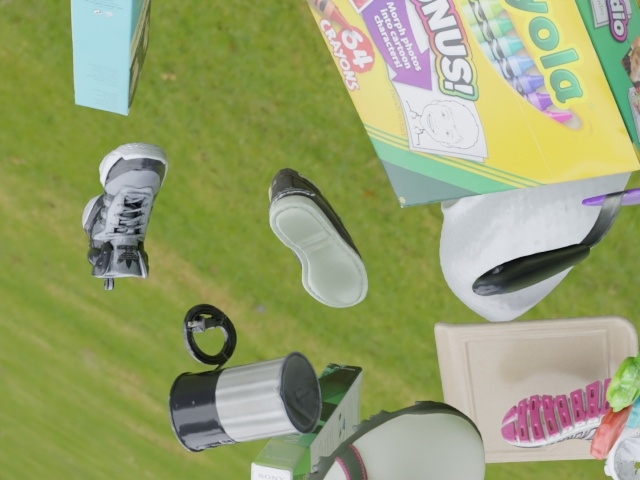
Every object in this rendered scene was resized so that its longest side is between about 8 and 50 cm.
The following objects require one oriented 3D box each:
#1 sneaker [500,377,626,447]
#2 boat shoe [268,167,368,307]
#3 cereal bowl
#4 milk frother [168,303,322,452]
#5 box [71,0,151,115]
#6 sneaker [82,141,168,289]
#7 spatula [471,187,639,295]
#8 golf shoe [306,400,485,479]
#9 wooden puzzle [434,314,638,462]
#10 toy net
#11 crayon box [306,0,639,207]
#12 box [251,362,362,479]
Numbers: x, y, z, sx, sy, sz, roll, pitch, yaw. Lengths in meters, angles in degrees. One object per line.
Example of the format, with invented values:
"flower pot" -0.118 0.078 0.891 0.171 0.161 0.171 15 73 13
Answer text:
"sneaker" 0.296 0.212 1.475 0.170 0.063 0.075 -22 139 27
"boat shoe" 0.000 0.000 1.551 0.081 0.069 0.228 -18 140 11
"cereal bowl" 0.260 -0.069 1.645 0.141 0.339 0.339 34 156 -8
"milk frother" -0.076 0.131 1.296 0.134 0.129 0.143 -13 95 25
"box" -0.207 -0.228 1.264 0.060 0.100 0.244 13 157 -4
"sneaker" -0.287 -0.028 1.901 0.101 0.153 0.268 3 151 -24
"spatula" 0.201 -0.006 0.945 0.084 0.296 0.030 -12 100 42
"golf shoe" 0.026 0.188 0.659 0.120 0.273 0.105 -4 119 46
"wooden puzzle" 0.267 0.180 1.543 0.238 0.044 0.221 -1 124 15
"toy net" 0.212 0.112 0.792 0.045 0.122 0.232 29 152 22
"crayon box" 0.143 -0.227 1.244 0.313 0.106 0.363 -8 113 50
"box" -0.013 0.324 1.631 0.058 0.322 0.232 6 107 14
